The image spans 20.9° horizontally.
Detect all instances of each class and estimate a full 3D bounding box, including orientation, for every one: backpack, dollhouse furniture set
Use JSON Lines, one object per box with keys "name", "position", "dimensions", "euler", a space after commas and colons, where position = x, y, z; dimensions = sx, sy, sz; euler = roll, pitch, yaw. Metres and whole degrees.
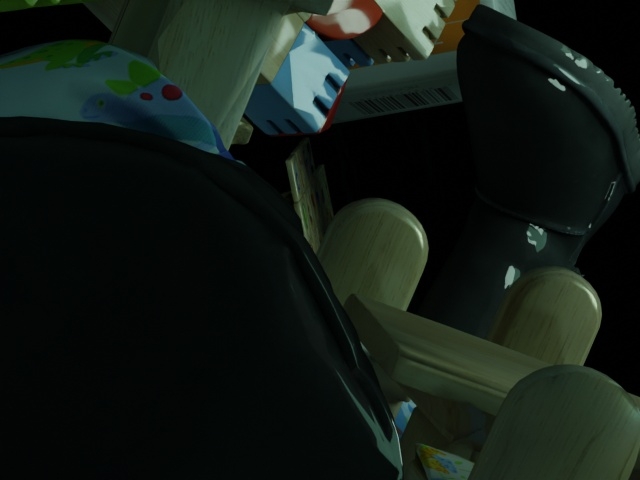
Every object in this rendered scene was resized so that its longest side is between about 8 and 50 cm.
{"name": "backpack", "position": [-0.124, 0.050, 0.610], "dimensions": [0.355, 0.290, 0.273], "euler": [54, 15, -77]}
{"name": "dollhouse furniture set", "position": [0.058, 0.025, 0.913], "dimensions": [0.362, 0.394, 0.256], "euler": [-131, -117, -72]}

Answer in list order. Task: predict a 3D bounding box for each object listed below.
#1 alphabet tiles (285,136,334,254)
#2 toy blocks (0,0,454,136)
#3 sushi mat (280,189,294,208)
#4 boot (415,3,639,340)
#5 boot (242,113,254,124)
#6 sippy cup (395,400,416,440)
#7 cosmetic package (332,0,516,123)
{"name": "alphabet tiles", "position": [0.000, 0.000, 1.702], "dimensions": [0.237, 0.009, 0.198], "euler": [-65, 144, -78]}
{"name": "toy blocks", "position": [-0.008, -0.217, 1.103], "dimensions": [0.261, 0.190, 0.381], "euler": [44, 62, -35]}
{"name": "sushi mat", "position": [-0.049, 0.046, 1.481], "dimensions": [0.316, 0.019, 0.151], "euler": [-32, 111, -77]}
{"name": "boot", "position": [0.124, 0.049, 1.595], "dimensions": [0.445, 0.146, 0.367], "euler": [-57, 147, -3]}
{"name": "boot", "position": [-0.087, -0.114, 1.261], "dimensions": [0.207, 0.094, 0.246], "euler": [-58, 177, -36]}
{"name": "sippy cup", "position": [0.003, 0.194, 1.199], "dimensions": [0.224, 0.240, 0.305], "euler": [-101, -174, -52]}
{"name": "cosmetic package", "position": [0.057, -0.362, 1.744], "dimensions": [0.161, 0.230, 0.453], "euler": [20, 61, -75]}
